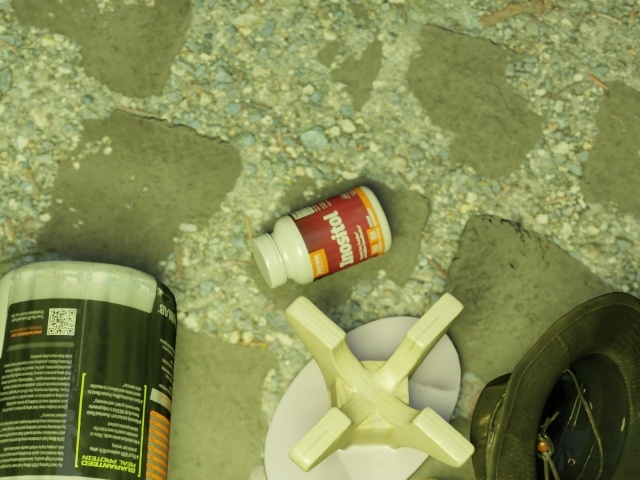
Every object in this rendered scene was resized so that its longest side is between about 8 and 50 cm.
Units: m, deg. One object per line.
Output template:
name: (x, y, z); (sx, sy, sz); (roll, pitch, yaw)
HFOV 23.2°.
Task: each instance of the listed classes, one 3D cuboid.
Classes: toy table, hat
toy table: (0.055, 0.179, 1.731); (0.252, 0.161, 0.274); (30, 69, 8)
hat: (0.257, 0.211, 1.738); (0.331, 0.134, 0.331); (-6, 99, -42)

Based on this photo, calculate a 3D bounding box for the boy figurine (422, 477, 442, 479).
boy figurine: (0.176, 0.390, 1.699); (0.177, 0.092, 0.285); (-14, 74, -6)

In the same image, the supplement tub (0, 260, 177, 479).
supplement tub: (-0.264, 0.207, 1.672); (0.207, 0.207, 0.338); (3, 69, -3)

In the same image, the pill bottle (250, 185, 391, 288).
pill bottle: (0.000, 0.000, 1.835); (0.152, 0.086, 0.086); (-22, 73, -11)
